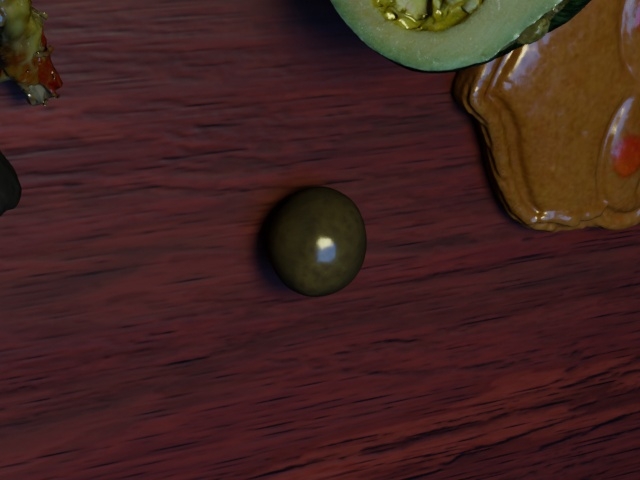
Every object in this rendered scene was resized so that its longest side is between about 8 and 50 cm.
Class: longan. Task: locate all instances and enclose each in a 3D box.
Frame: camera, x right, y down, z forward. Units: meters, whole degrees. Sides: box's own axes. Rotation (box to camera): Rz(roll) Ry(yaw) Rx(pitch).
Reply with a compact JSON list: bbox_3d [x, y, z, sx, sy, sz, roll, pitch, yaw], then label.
[{"bbox_3d":[0.000,0.000,1.505,0.119,0.106,0.106,-29,136,-66],"label":"longan"}]

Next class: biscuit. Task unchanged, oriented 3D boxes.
[{"bbox_3d":[0.340,-0.174,1.646,0.455,0.078,0.350,-4,110,-29],"label":"biscuit"}]

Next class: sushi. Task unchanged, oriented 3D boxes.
[{"bbox_3d":[-0.278,-0.185,1.240,0.103,0.097,0.226,-45,130,-12],"label":"sushi"}]

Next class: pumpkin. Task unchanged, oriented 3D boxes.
[{"bbox_3d":[0.138,-0.290,1.370,0.293,0.263,0.197,-40,171,10],"label":"pumpkin"}]

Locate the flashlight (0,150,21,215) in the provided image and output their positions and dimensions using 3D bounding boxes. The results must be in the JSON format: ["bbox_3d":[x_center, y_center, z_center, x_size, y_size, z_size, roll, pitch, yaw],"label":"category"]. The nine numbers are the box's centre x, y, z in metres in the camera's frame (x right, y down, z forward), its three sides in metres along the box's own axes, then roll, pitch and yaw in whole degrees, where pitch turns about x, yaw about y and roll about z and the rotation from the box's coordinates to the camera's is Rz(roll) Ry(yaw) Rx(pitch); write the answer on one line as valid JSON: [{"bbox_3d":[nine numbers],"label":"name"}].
[{"bbox_3d":[-0.373,-0.163,1.197,0.103,0.103,0.424,-40,126,-9],"label":"flashlight"}]
